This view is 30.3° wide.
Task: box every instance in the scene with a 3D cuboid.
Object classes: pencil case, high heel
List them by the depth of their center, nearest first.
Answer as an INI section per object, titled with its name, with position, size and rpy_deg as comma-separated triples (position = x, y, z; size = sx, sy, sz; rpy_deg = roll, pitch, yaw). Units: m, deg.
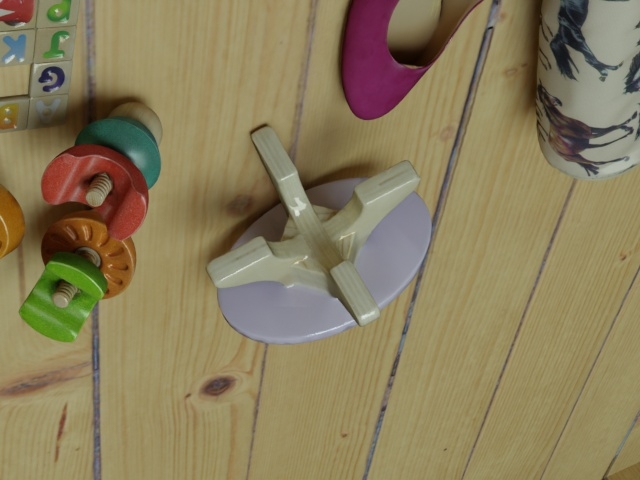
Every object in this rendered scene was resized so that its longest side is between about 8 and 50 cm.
[high heel]
position = 0.139, -0.242, 1.208
size = 0.127, 0.181, 0.377
rpy_deg = -8, 137, -34
[pencil case]
position = 0.346, -0.258, 1.386
size = 0.183, 0.160, 0.410
rpy_deg = -36, 147, -17

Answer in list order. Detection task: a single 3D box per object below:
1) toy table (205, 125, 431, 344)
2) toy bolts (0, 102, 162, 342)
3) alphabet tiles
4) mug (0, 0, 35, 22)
[toy table]
position = 0.000, 0.000, 1.355
size = 0.274, 0.252, 0.161
rpy_deg = -39, 163, -10
[toy bolts]
position = -0.255, -0.052, 1.188
size = 0.218, 0.158, 0.228
rpy_deg = 34, 124, -12
[alphabet tiles]
position = -0.332, -0.166, 1.052
size = 0.237, 0.009, 0.198
rpy_deg = -13, 139, -30
[mug]
position = -0.319, -0.201, 0.925
size = 0.169, 0.113, 0.150
rpy_deg = -12, 115, -25
